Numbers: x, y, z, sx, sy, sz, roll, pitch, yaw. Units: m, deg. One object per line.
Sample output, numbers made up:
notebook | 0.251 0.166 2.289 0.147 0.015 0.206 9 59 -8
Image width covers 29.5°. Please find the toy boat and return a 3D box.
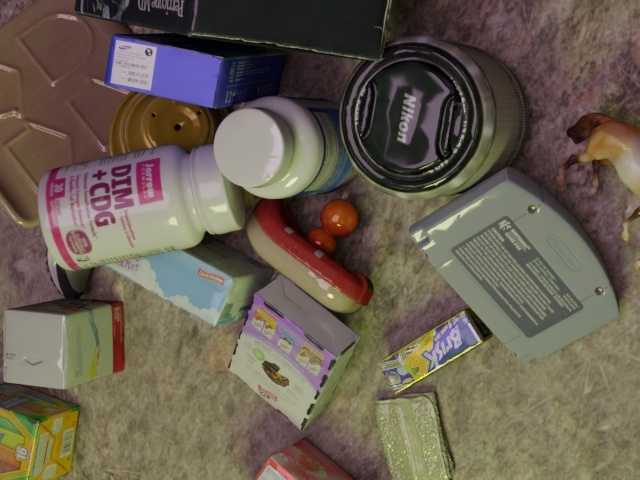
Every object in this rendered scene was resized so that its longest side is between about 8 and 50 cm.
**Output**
toy boat | 0.000 0.000 1.884 0.231 0.151 0.151 37 91 16

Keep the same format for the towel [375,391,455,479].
towel | 0.145 0.314 1.904 0.110 0.027 0.148 -14 89 25

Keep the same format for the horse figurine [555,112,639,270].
horse figurine | 0.425 -0.089 1.673 0.263 0.066 0.174 54 141 26

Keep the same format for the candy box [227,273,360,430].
candy box | -0.046 0.177 1.909 0.165 0.070 0.196 38 136 15

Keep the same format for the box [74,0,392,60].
box | -0.111 -0.514 1.680 0.480 0.297 0.471 24 109 59

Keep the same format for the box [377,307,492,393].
box | 0.175 0.168 1.862 0.169 0.054 0.059 -34 81 22

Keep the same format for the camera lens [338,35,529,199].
camera lens | 0.166 -0.171 1.714 0.219 0.274 0.219 2 96 24

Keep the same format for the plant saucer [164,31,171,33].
plant saucer | -0.219 -0.313 2.008 0.119 0.021 0.119 3 96 23

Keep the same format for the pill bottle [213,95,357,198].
pill bottle | -0.049 -0.139 1.812 0.152 0.272 0.152 2 96 24

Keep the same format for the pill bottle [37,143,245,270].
pill bottle | -0.266 -0.056 1.833 0.283 0.160 0.160 -11 90 8

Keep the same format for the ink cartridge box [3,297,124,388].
ink cartridge box | -0.434 0.171 2.062 0.128 0.176 0.127 3 96 23

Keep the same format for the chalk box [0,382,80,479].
chalk box | -0.557 0.336 2.155 0.213 0.132 0.132 14 100 22

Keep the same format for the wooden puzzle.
wooden puzzle | -0.439 -0.227 2.018 0.348 0.080 0.322 -37 78 -13

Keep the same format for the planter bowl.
planter bowl | -0.228 -0.170 1.930 0.217 0.090 0.217 2 81 -9

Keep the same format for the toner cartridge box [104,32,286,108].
toner cartridge box | -0.175 -0.257 1.801 0.165 0.348 0.075 14 102 9

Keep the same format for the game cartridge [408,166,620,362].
game cartridge | 0.289 0.035 1.726 0.196 0.060 0.294 -30 118 26

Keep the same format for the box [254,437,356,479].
box | 0.023 0.470 1.908 0.300 0.142 0.154 37 108 16

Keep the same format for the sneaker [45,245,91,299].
sneaker | -0.391 -0.024 2.070 0.108 0.100 0.271 19 102 16

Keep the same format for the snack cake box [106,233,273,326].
snack cake box | -0.229 0.035 1.973 0.264 0.152 0.089 27 105 20
